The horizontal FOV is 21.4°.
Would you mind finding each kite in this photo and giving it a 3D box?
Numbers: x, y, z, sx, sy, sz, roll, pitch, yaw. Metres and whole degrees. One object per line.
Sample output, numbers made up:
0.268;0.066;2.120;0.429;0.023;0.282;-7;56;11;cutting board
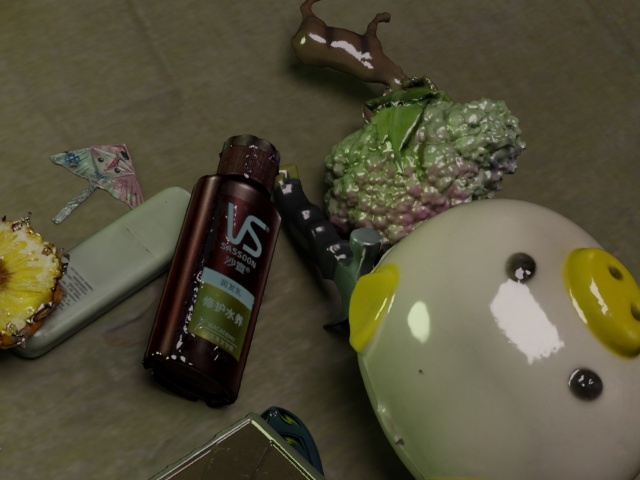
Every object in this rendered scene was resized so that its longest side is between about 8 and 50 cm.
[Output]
-0.271;-0.067;2.060;0.137;0.005;0.152;29;54;1;kite

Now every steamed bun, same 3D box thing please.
0.213;0.138;1.908;0.334;0.334;0.374;-22;76;-30;steamed bun

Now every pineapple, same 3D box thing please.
-0.380;0.047;1.891;0.221;0.047;0.221;0;50;0;pineapple

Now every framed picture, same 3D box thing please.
-0.122;0.315;1.773;0.289;0.016;0.213;-32;48;-23;framed picture

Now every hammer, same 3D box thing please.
0.000;0.000;2.050;0.041;0.159;0.226;-12;44;-28;hammer

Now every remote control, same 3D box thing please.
-0.251;0.030;1.982;0.090;0.038;0.309;44;54;13;remote control

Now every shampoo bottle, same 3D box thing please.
-0.114;0.026;1.983;0.129;0.084;0.323;34;54;-28;shampoo bottle

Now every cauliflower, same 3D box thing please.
0.149;-0.083;2.114;0.239;0.256;0.315;50;26;20;cauliflower

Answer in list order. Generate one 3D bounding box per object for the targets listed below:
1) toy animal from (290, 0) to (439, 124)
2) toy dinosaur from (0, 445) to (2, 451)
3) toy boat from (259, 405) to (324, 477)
0.061;-0.225;2.222;0.214;0.094;0.186;16;35;-9;toy animal
-0.523;0.218;1.721;0.393;0.092;0.206;11;48;-31;toy dinosaur
-0.037;0.287;1.855;0.092;0.103;0.246;-10;54;2;toy boat
